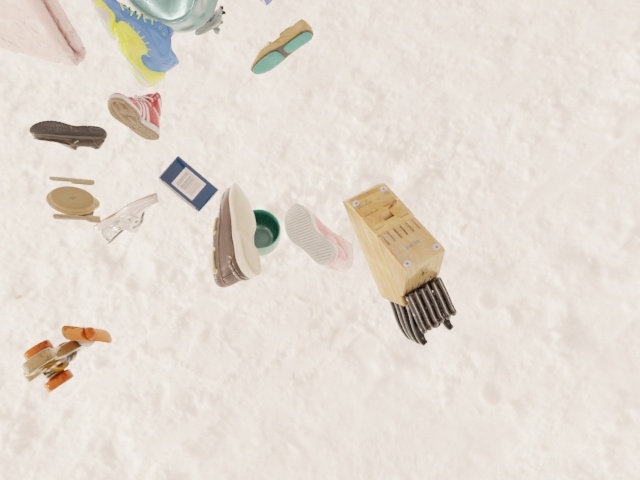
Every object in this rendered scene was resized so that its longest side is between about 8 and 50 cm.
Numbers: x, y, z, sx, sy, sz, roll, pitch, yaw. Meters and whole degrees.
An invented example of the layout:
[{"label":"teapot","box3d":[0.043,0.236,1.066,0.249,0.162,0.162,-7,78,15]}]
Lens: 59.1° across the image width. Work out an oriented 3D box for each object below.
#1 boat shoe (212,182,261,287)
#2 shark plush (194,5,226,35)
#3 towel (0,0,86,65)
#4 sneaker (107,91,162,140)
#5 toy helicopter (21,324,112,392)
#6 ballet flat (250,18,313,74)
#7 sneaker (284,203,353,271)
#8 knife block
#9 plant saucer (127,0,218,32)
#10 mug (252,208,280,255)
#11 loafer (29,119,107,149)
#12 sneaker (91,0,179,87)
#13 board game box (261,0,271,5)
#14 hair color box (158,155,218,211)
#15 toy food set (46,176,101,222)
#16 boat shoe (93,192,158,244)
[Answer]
[{"label":"boat shoe","box3d":[-0.216,-0.020,1.374,0.097,0.116,0.324,-27,43,12]},{"label":"shark plush","box3d":[-0.334,-0.679,1.758,0.067,0.073,0.161,-35,24,-31]},{"label":"towel","box3d":[-0.514,-0.390,0.752,0.332,0.317,0.053,20,64,18]},{"label":"sneaker","box3d":[-0.271,-0.202,0.832,0.042,0.118,0.067,-1,74,12]},{"label":"toy helicopter","box3d":[-0.727,0.319,1.583,0.235,0.355,0.140,-34,90,-12]},{"label":"ballet flat","box3d":[-0.126,-0.605,1.766,0.232,0.080,0.073,-28,68,16]},{"label":"sneaker","box3d":[0.000,0.000,0.834,0.051,0.070,0.134,-52,48,13]},{"label":"knife block","box3d":[0.150,0.060,1.091,0.088,0.242,0.275,-27,58,-18]},{"label":"plant saucer","box3d":[-0.398,-0.671,1.403,0.318,0.317,0.043,14,41,16]},{"label":"mug","box3d":[-0.197,-0.027,1.720,0.158,0.097,0.129,41,71,10]},{"label":"loafer","box3d":[-0.778,-0.313,1.748,0.220,0.078,0.080,3,39,-25]},{"label":"sneaker","box3d":[-0.393,-0.460,1.223,0.126,0.240,0.091,-31,16,-9]},{"label":"board game box","box3d":[-0.201,-0.547,0.859,0.347,0.233,0.078,45,92,9]},{"label":"hair color box","box3d":[-0.466,-0.181,1.981,0.174,0.347,0.105,41,81,-11]},{"label":"toy food set","box3d":[-0.646,-0.096,1.478,0.132,0.038,0.192,4,37,-30]},{"label":"boat shoe","box3d":[-0.656,-0.072,1.958,0.277,0.098,0.096,-28,96,21]}]
